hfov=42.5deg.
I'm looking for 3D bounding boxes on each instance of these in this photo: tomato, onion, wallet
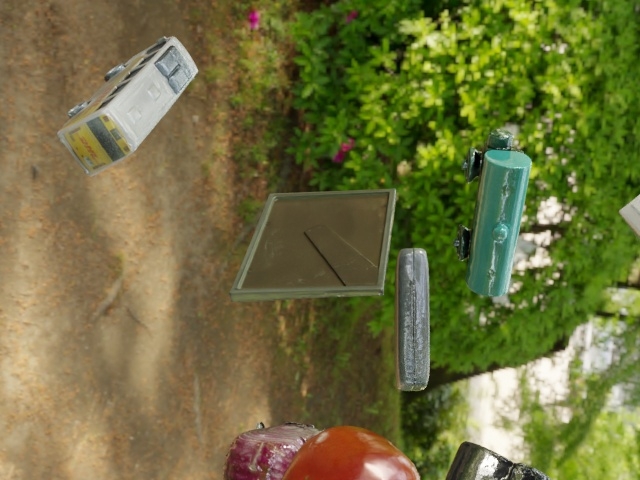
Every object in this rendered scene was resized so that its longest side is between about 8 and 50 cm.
[{"bbox_3d":[0.033,0.417,1.313,0.180,0.260,0.259,48,50,-31],"label":"tomato"},{"bbox_3d":[-0.083,0.499,1.692,0.230,0.272,0.256,-23,80,-41],"label":"onion"},{"bbox_3d":[0.339,0.635,1.779,0.406,0.228,0.062,-53,153,-40],"label":"wallet"}]

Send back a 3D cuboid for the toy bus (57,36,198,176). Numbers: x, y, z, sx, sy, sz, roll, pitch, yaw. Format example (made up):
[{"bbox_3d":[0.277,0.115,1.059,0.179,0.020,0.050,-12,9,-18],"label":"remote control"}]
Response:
[{"bbox_3d":[-0.313,-0.233,1.361,0.097,0.138,0.342,55,28,-22],"label":"toy bus"}]

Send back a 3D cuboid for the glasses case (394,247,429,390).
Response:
[{"bbox_3d":[0.208,0.180,1.884,0.131,0.074,0.323,92,-1,-75],"label":"glasses case"}]

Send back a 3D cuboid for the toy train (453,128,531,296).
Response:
[{"bbox_3d":[0.260,-0.036,1.235,0.159,0.101,0.248,-82,176,-67],"label":"toy train"}]

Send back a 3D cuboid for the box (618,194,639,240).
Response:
[{"bbox_3d":[0.722,0.020,1.613,0.116,0.203,0.274,-41,144,13],"label":"box"}]

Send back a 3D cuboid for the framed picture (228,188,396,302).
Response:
[{"bbox_3d":[0.000,0.000,1.865,0.446,0.326,0.028,-74,159,-58],"label":"framed picture"}]
